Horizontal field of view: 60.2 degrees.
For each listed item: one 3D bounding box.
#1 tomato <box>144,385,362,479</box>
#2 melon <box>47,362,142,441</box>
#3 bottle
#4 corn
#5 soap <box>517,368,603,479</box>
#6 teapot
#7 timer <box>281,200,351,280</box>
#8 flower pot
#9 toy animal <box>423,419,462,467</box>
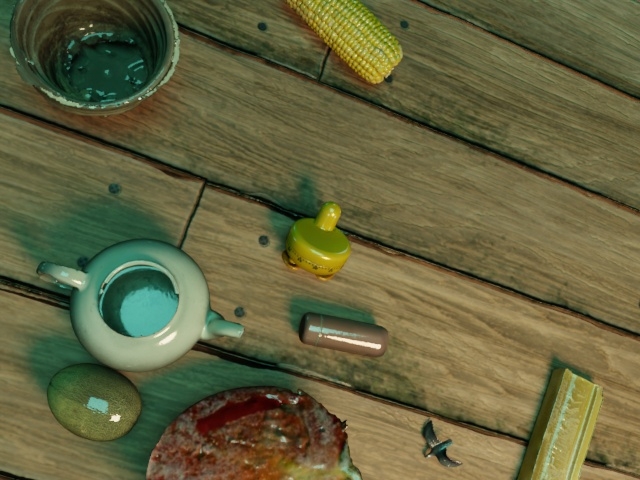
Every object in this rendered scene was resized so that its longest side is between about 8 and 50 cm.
[{"bbox_3d":[-0.084,0.364,0.758,0.309,0.170,0.308,4,42,-3],"label":"tomato"},{"bbox_3d":[-0.312,0.222,0.765,0.131,0.098,0.098,30,73,1],"label":"melon"},{"bbox_3d":[0.037,0.152,0.891,0.140,0.053,0.053,13,75,-12],"label":"bottle"},{"bbox_3d":[0.042,-0.386,0.986,0.244,0.093,0.093,44,72,-2],"label":"corn"},{"bbox_3d":[0.412,0.352,0.952,0.092,0.037,0.251,29,72,-8],"label":"soap"},{"bbox_3d":[-0.257,0.090,0.790,0.295,0.129,0.193,21,73,-9],"label":"teapot"},{"bbox_3d":[0.000,0.000,0.885,0.107,0.109,0.107,19,32,-12],"label":"timer"},{"bbox_3d":[-0.333,-0.282,0.845,0.236,0.140,0.235,2,78,-12],"label":"flower pot"},{"bbox_3d":[0.191,0.340,0.902,0.028,0.050,0.084,8,34,-43],"label":"toy animal"}]
